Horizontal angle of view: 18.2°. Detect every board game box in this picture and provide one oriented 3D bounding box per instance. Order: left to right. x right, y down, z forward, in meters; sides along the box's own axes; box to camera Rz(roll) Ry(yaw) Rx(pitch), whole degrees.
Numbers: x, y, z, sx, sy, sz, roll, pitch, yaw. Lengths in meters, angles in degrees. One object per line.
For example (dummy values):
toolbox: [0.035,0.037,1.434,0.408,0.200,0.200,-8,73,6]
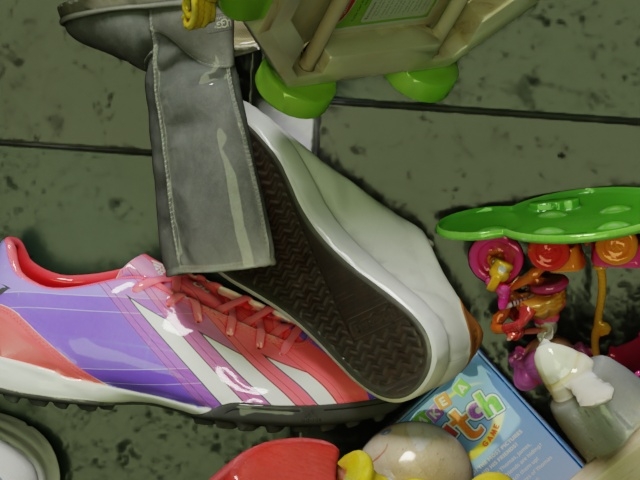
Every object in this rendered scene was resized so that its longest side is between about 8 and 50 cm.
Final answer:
board game box: [0.128,0.208,1.480,0.160,0.039,0.211,-42,93,6]

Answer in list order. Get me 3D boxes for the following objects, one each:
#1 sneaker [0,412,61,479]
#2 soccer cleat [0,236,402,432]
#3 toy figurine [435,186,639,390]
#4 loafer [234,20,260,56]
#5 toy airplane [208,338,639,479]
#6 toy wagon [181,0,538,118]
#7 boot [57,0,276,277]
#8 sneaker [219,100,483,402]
sneaker: [-0.341,0.152,1.452,0.297,0.129,0.111,10,98,3]
soccer cleat: [-0.094,0.070,1.446,0.318,0.108,0.116,6,94,5]
toy figurine: [0.177,0.056,1.434,0.173,0.130,0.159,-5,105,10]
loafer: [0.007,-0.226,1.419,0.268,0.092,0.102,-36,93,5]
toy airplane: [0.104,0.240,1.359,0.386,0.272,0.384,-10,133,-4]
toy wagon: [0.043,-0.196,1.307,0.068,0.344,0.267,55,135,27]
boot: [-0.108,-0.078,1.410,0.076,0.190,0.208,-19,103,-35]
sneaker: [0.000,0.000,1.450,0.290,0.123,0.106,48,118,17]
